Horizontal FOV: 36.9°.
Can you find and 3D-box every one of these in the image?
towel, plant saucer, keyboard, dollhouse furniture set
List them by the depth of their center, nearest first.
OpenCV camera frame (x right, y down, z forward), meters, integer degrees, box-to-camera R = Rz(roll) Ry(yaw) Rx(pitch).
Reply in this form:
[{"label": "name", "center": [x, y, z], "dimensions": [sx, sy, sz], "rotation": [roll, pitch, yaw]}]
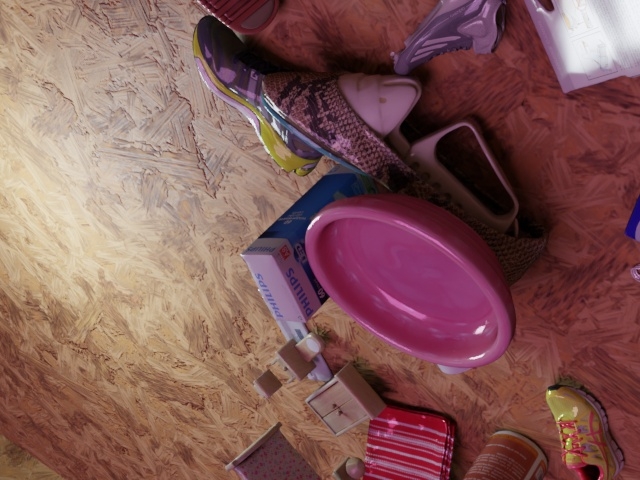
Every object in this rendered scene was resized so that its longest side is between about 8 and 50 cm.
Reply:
[{"label": "plant saucer", "center": [0.136, 0.048, 1.388], "dimensions": [0.332, 0.084, 0.332], "rotation": [27, 150, 17]}, {"label": "dollhouse furniture set", "center": [-0.062, 0.393, 1.861], "dimensions": [0.303, 0.355, 0.174], "rotation": [49, 145, 4]}, {"label": "towel", "center": [0.165, 0.467, 1.906], "dimensions": [0.198, 0.031, 0.275], "rotation": [9, 93, 39]}, {"label": "keyboard", "center": [-0.048, 0.194, 1.990], "dimensions": [0.072, 0.014, 0.256], "rotation": [-7, 120, 41]}]

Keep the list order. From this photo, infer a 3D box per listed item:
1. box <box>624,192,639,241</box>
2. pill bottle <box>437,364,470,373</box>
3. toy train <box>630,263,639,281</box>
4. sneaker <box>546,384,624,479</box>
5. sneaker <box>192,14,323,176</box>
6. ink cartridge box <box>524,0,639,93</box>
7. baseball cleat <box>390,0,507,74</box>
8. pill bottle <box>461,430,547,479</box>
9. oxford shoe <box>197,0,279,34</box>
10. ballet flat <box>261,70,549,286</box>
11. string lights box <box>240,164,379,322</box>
[{"label": "box", "center": [0.474, -0.038, 1.212], "dimensions": [0.137, 0.072, 0.126], "rotation": [29, 140, 21]}, {"label": "pill bottle", "center": [0.194, 0.110, 1.584], "dimensions": [0.119, 0.119, 0.208], "rotation": [-11, 117, 48]}, {"label": "toy train", "center": [0.495, 0.112, 1.359], "dimensions": [0.125, 0.046, 0.166], "rotation": [0, 125, 44]}, {"label": "sneaker", "center": [0.431, 0.332, 1.592], "dimensions": [0.081, 0.094, 0.208], "rotation": [-17, 111, 52]}, {"label": "sneaker", "center": [-0.079, -0.248, 1.530], "dimensions": [0.300, 0.111, 0.121], "rotation": [47, 134, -12]}, {"label": "ink cartridge box", "center": [0.305, -0.324, 1.062], "dimensions": [0.296, 0.066, 0.261], "rotation": [64, 166, -8]}, {"label": "baseball cleat", "center": [0.173, -0.267, 1.281], "dimensions": [0.109, 0.072, 0.206], "rotation": [38, 147, -2]}, {"label": "pill bottle", "center": [0.310, 0.456, 1.724], "dimensions": [0.121, 0.216, 0.121], "rotation": [26, 139, 24]}, {"label": "oxford shoe", "center": [-0.204, -0.480, 1.421], "dimensions": [0.397, 0.140, 0.146], "rotation": [53, 174, -19]}, {"label": "ballet flat", "center": [0.142, -0.128, 1.403], "dimensions": [0.483, 0.164, 0.182], "rotation": [41, 122, -5]}, {"label": "string lights box", "center": [0.000, 0.000, 1.544], "dimensions": [0.076, 0.260, 0.133], "rotation": [0, 126, 44]}]
